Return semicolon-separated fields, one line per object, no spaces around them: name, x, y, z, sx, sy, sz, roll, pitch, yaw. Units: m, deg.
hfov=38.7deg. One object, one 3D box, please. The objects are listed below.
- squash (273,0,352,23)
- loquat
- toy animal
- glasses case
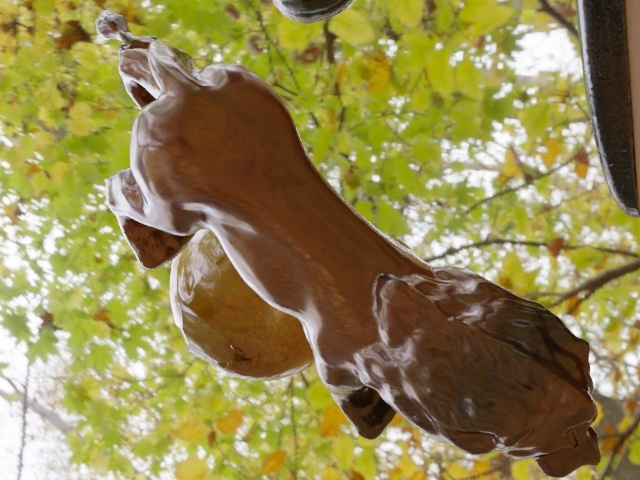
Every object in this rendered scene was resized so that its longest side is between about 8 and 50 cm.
squash;-0.024;-0.446;1.436;0.172;0.218;0.218;-43;-55;-4
loquat;-0.074;0.062;1.147;0.235;0.235;0.235;-11;-71;-34
toy animal;0.000;0.000;0.417;0.312;0.157;0.097;42;-111;-7
glasses case;0.197;-0.153;0.545;0.122;0.075;0.314;-55;-41;-41
